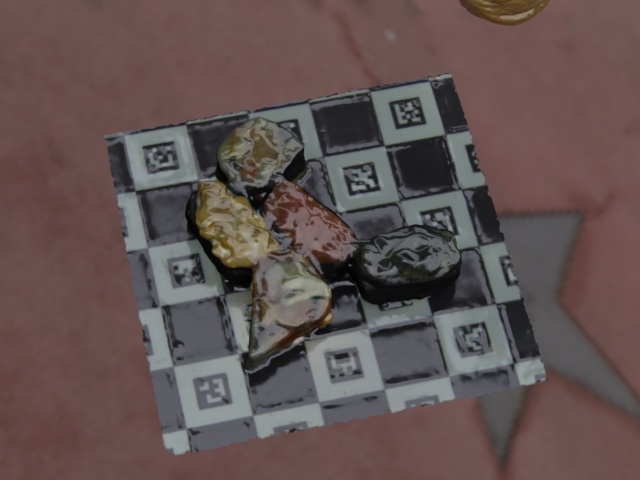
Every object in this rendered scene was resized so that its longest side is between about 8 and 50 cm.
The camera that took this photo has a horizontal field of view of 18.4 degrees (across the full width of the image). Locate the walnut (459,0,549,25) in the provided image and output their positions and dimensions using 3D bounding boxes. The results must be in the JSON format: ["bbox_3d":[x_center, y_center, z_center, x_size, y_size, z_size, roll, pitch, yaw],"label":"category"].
[{"bbox_3d":[0.188,-0.270,1.992,0.124,0.105,0.105,-28,76,-35],"label":"walnut"}]

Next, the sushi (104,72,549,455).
[{"bbox_3d":[0.000,0.000,1.841,0.359,0.064,0.343,-10,64,-8],"label":"sushi"}]
